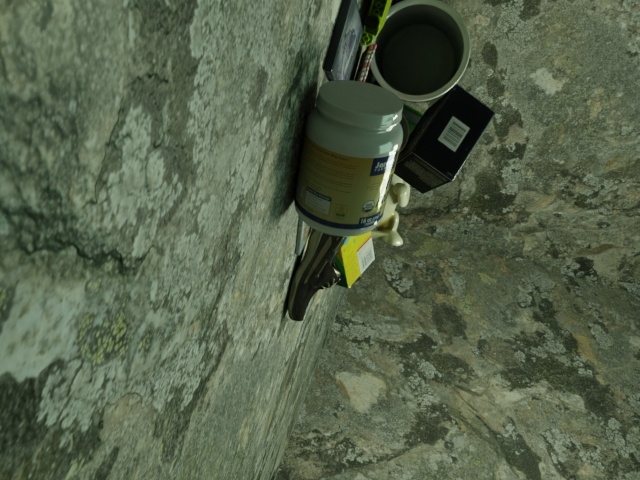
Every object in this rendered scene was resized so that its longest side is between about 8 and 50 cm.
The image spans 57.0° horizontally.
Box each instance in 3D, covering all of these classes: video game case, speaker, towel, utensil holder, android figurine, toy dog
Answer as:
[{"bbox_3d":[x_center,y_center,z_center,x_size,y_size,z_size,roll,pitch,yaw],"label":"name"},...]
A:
[{"bbox_3d":[-0.042,-0.053,1.705,0.166,0.015,0.119,98,12,-45],"label":"video game case"},{"bbox_3d":[0.366,-0.450,2.316,0.131,0.296,0.131,-63,-179,3],"label":"speaker"},{"bbox_3d":[0.062,-0.490,1.502,0.274,0.026,0.196,-5,111,-83],"label":"video game case"},{"bbox_3d":[0.125,-0.490,1.792,0.144,0.029,0.197,-124,-130,-81],"label":"towel"},{"bbox_3d":[0.345,-0.652,2.082,0.385,0.327,0.328,-53,158,-75],"label":"utensil holder"},{"bbox_3d":[0.173,-0.689,1.685,0.273,0.056,0.248,-71,178,-56],"label":"android figurine"},{"bbox_3d":[0.239,-0.229,2.377,0.395,0.284,0.408,-72,175,-70],"label":"toy dog"}]

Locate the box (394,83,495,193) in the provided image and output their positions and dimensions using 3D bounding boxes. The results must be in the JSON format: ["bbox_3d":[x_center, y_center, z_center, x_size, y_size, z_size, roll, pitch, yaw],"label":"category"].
[{"bbox_3d":[0.424,-0.349,2.096,0.296,0.182,0.294,-56,-174,-8],"label":"box"}]

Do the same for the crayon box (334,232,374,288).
[{"bbox_3d":[0.102,-0.011,2.161,0.202,0.081,0.319,-44,136,-38],"label":"crayon box"}]

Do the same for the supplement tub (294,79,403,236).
[{"bbox_3d":[0.066,-0.193,1.393,0.228,0.228,0.316,-63,167,-53],"label":"supplement tub"}]

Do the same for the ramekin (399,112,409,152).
[{"bbox_3d":[0.216,-0.391,2.159,0.109,0.207,0.207,171,-64,-88],"label":"ramekin"}]

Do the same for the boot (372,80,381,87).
[{"bbox_3d":[0.221,-0.541,2.403,0.161,0.083,0.246,-37,144,-57],"label":"boot"}]

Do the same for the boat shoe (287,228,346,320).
[{"bbox_3d":[-0.002,0.095,1.825,0.132,0.130,0.355,-36,145,-79],"label":"boat shoe"}]

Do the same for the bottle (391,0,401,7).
[{"bbox_3d":[0.254,-0.831,1.884,0.283,0.092,0.118,38,67,-82],"label":"bottle"}]
